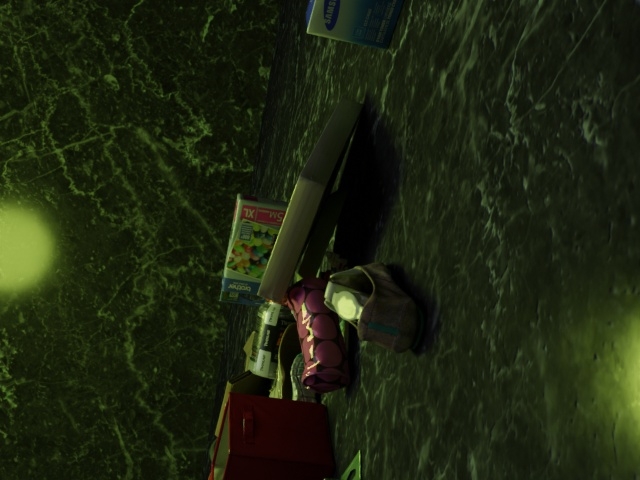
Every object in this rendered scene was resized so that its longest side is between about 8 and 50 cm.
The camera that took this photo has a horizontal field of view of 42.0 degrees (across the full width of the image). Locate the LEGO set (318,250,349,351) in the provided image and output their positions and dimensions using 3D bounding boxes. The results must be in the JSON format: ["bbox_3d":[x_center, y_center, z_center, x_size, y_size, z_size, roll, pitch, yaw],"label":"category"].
[{"bbox_3d":[0.008,0.143,1.643,0.182,0.060,0.244,121,157,-53],"label":"LEGO set"}]

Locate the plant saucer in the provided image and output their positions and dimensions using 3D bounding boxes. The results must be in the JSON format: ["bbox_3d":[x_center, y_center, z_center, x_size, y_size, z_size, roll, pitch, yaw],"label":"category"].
[{"bbox_3d":[0.000,0.000,1.682,0.241,0.037,0.240,21,-90,-88],"label":"plant saucer"}]

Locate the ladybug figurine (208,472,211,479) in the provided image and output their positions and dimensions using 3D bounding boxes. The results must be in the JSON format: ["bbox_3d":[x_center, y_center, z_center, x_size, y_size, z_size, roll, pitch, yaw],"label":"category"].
[{"bbox_3d":[-0.153,0.604,1.731,0.449,0.162,0.305,-108,28,-63],"label":"ladybug figurine"}]

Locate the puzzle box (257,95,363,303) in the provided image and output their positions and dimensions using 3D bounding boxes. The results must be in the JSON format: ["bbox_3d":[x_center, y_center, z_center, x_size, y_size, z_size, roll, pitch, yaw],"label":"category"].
[{"bbox_3d":[-0.012,-0.093,1.638,0.409,0.052,0.272,-67,-2,-58],"label":"puzzle box"}]

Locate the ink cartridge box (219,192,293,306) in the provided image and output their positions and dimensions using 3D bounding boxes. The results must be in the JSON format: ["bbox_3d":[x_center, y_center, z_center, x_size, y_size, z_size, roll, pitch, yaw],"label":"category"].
[{"bbox_3d":[-0.156,0.042,2.222,0.065,0.186,0.311,-112,33,-67],"label":"ink cartridge box"}]

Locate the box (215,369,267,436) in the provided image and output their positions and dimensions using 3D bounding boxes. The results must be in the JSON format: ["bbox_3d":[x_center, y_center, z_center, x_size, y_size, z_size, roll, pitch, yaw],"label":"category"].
[{"bbox_3d":[-0.215,0.443,2.336,0.164,0.021,0.201,-23,-43,-48],"label":"box"}]

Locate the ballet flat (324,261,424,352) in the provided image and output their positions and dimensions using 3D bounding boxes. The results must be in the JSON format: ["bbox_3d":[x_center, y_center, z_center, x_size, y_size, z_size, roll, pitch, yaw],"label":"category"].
[{"bbox_3d":[0.065,0.087,1.256,0.316,0.106,0.107,-152,72,-79],"label":"ballet flat"}]

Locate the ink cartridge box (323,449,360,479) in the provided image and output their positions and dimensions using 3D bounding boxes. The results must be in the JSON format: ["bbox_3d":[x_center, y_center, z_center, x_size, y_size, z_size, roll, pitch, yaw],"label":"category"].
[{"bbox_3d":[0.021,0.437,1.285,0.109,0.062,0.209,111,165,-47],"label":"ink cartridge box"}]

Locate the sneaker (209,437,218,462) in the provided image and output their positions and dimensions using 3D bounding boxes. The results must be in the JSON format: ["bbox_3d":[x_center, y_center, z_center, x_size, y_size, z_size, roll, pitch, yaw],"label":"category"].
[{"bbox_3d":[-0.239,0.641,2.400,0.139,0.125,0.341,-49,15,11],"label":"sneaker"}]

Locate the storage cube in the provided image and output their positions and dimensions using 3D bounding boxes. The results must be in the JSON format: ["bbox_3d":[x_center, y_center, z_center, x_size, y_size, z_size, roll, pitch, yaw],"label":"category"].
[{"bbox_3d":[-0.095,0.421,1.556,0.183,0.193,0.214,-102,24,-63],"label":"storage cube"}]

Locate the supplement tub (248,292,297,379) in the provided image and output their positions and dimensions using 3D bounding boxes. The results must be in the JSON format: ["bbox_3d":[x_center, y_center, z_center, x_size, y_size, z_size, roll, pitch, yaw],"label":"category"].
[{"bbox_3d":[-0.096,0.220,1.943,0.117,0.117,0.190,-150,70,-79],"label":"supplement tub"}]

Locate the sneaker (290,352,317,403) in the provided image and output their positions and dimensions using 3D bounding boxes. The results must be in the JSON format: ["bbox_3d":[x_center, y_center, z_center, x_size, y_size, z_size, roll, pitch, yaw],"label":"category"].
[{"bbox_3d":[-0.036,0.310,1.706,0.076,0.065,0.166,110,167,-58],"label":"sneaker"}]

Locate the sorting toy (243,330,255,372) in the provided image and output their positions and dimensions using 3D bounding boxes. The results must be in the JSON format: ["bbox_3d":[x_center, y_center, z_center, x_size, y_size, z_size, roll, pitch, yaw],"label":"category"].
[{"bbox_3d":[-0.219,0.435,2.612,0.307,0.041,0.228,121,152,-63],"label":"sorting toy"}]

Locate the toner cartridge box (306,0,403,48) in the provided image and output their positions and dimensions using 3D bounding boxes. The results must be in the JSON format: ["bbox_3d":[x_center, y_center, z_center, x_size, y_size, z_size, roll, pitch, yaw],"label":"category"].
[{"bbox_3d":[0.093,-0.530,1.517,0.075,0.165,0.347,-93,16,-49],"label":"toner cartridge box"}]

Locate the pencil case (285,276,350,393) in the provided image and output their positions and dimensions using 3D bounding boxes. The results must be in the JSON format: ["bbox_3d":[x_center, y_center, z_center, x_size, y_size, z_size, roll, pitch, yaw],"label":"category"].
[{"bbox_3d":[-0.008,0.175,1.511,0.098,0.095,0.209,-27,49,20],"label":"pencil case"}]

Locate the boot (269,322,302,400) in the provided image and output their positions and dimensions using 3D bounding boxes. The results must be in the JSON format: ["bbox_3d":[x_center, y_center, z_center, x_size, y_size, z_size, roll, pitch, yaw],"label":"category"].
[{"bbox_3d":[-0.068,0.301,1.838,0.165,0.077,0.213,117,157,-63],"label":"boot"}]

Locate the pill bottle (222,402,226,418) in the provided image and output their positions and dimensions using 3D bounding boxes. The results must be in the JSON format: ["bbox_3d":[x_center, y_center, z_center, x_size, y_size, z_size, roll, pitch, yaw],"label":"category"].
[{"bbox_3d":[-0.207,0.544,2.202,0.124,0.124,0.221,131,148,-70],"label":"pill bottle"}]
